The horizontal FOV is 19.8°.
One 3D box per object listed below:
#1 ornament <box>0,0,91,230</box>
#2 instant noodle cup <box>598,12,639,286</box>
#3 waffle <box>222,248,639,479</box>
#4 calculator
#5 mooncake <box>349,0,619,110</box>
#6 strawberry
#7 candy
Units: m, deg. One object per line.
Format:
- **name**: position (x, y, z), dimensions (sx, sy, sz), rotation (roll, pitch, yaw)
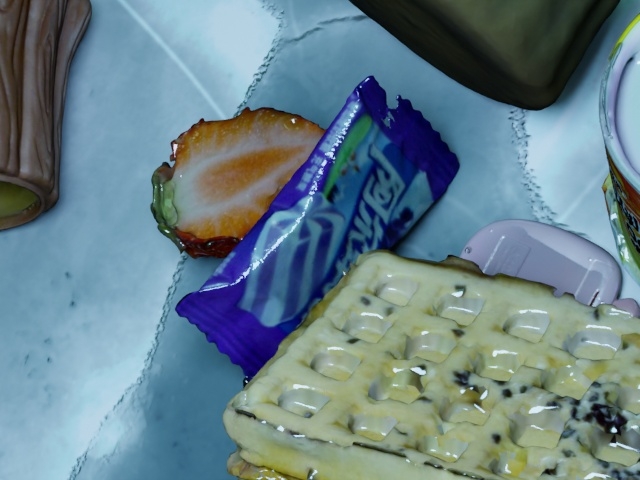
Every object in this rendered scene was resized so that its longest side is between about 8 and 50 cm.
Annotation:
- **ornament**: position (-0.325, -0.134, 1.673), dimensions (0.235, 0.221, 0.218), rotation (-1, 71, -8)
- **instant noodle cup**: position (0.333, -0.073, 1.402), dimensions (0.264, 0.200, 0.264), rotation (-7, 68, 17)
- **waffle**: position (0.142, 0.143, 1.369), dimensions (0.376, 0.114, 0.261), rotation (16, 35, 25)
- **calculator**: position (0.187, 0.040, 1.511), dimensions (0.166, 0.024, 0.103), rotation (25, 80, 28)
- **mooncake**: position (0.112, -0.247, 1.507), dimensions (0.290, 0.290, 0.161), rotation (36, 85, 28)
- **strawberry**: position (-0.063, -0.052, 1.601), dimensions (0.187, 0.082, 0.147), rotation (-23, 60, 23)
- **candy**: position (0.000, 0.000, 1.535), dimensions (0.275, 0.145, 0.070), rotation (-50, 41, -3)
